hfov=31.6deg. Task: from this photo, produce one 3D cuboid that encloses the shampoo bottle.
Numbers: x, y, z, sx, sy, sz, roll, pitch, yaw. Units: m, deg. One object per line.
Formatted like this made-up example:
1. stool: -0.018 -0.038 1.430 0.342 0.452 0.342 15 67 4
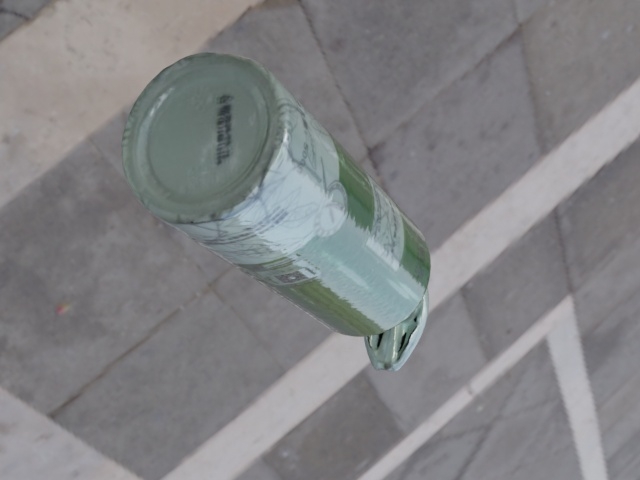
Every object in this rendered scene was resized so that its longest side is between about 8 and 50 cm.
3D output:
1. shampoo bottle: 0.000 0.000 0.442 0.065 0.065 0.204 -45 151 3
